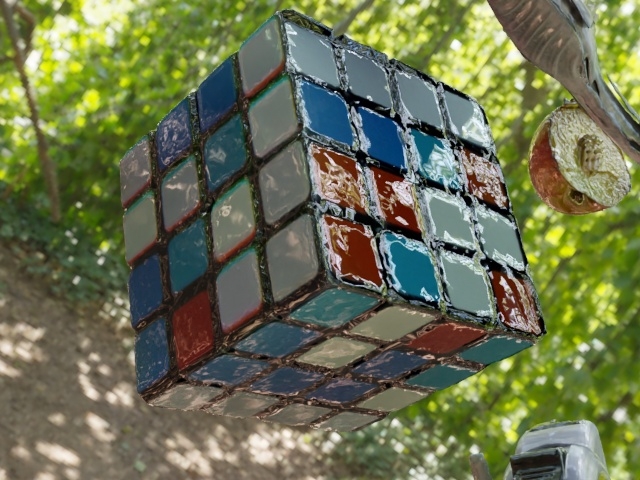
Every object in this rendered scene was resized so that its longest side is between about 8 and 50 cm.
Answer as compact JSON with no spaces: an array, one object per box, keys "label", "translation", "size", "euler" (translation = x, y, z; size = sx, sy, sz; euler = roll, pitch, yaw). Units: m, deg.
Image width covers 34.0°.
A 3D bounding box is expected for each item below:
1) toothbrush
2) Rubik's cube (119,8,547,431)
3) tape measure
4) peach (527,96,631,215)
[{"label":"toothbrush","translation":[0.202,0.002,0.517],"size":[0.035,0.042,0.413],"euler":[-14,-49,46]},{"label":"Rubik's cube","translation":[0.000,0.000,0.558],"size":[0.154,0.151,0.155],"euler":[18,51,-40]},{"label":"tape measure","translation":[0.211,0.265,0.933],"size":[0.178,0.105,0.196],"euler":[10,68,-67]},{"label":"peach","translation":[0.196,-0.063,0.830],"size":[0.098,0.098,0.061],"euler":[33,-38,-23]}]
